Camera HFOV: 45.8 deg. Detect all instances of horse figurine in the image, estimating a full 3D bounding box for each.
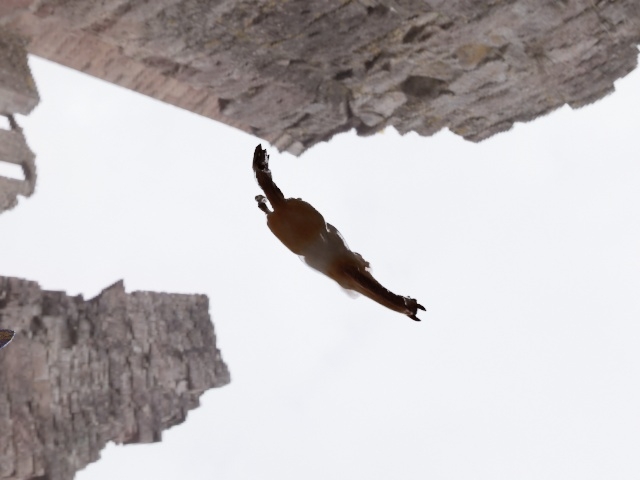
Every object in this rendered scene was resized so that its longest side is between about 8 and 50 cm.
[{"bbox_3d":[0.000,0.000,0.918,0.066,0.174,0.263,-45,-77,2],"label":"horse figurine"}]

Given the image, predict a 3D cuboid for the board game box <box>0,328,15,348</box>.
[{"bbox_3d":[-0.373,0.086,0.700,0.169,0.133,0.033,2,-76,29],"label":"board game box"}]
